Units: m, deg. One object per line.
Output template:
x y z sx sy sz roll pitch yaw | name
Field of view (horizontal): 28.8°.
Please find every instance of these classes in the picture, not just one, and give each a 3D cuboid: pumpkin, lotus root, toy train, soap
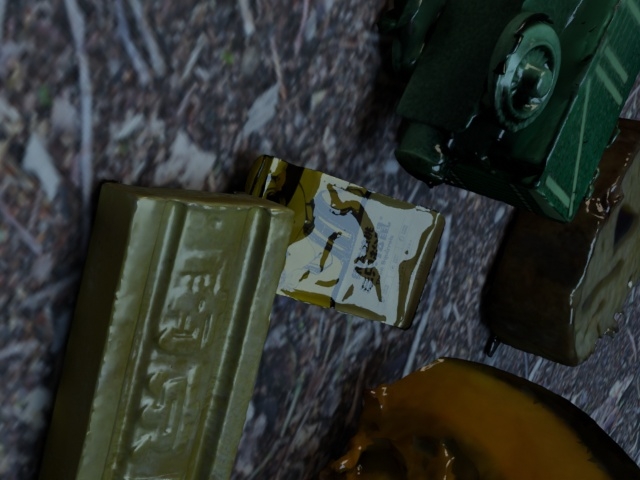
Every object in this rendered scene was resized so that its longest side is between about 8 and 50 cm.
0.068 0.237 0.730 0.303 0.256 0.225 -27 136 -28 | pumpkin
0.221 -0.015 0.987 0.260 0.074 0.170 -48 142 -32 | lotus root
0.134 -0.140 0.720 0.154 0.115 0.269 35 79 -54 | toy train
-0.084 0.096 0.586 0.092 0.037 0.252 3 108 -42 | soap

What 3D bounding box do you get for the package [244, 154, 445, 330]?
0.000 0.000 0.661 0.131 0.047 0.071 15 94 -34 | package
